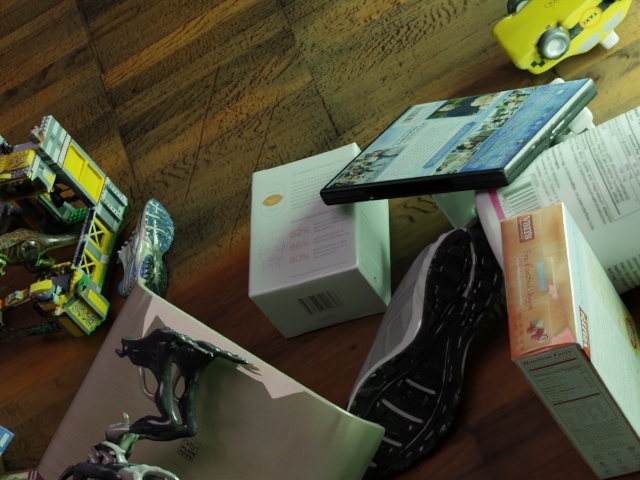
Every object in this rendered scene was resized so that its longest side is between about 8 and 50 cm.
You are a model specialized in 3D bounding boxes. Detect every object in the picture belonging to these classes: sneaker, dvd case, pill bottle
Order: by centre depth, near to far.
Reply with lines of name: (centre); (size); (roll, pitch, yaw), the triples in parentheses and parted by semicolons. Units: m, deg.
pill bottle: (0.308, -0.042, 1.844); (0.283, 0.160, 0.160); (-25, 47, 12)
sneaker: (0.097, 0.116, 1.910); (0.271, 0.100, 0.108); (-62, 14, -12)
dvd case: (0.138, -0.099, 1.935); (0.253, 0.022, 0.180); (-5, 31, 45)
sneaker: (-0.210, 0.010, 2.191); (0.058, 0.052, 0.135); (-17, 47, 28)

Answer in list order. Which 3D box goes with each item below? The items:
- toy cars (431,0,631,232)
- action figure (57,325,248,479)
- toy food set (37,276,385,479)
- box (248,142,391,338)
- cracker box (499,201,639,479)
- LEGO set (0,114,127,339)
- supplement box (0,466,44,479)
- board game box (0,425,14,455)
toy cars: (0.252, -0.162, 2.026); (0.176, 0.087, 0.394); (-1, 59, 45)
action figure: (-0.162, 0.221, 1.758); (0.141, 0.164, 0.276); (20, 87, 23)
toy food set: (-0.113, 0.204, 1.873); (0.306, 0.092, 0.220); (30, 95, 17)
box: (0.000, 0.000, 2.043); (0.130, 0.091, 0.170); (-16, 50, 21)
cracker box: (0.238, 0.096, 1.730); (0.067, 0.232, 0.156); (-16, 49, 19)
LEGO set: (-0.394, -0.008, 2.198); (0.331, 0.192, 0.255); (-4, 52, 34)
supplement box: (-0.271, 0.298, 1.983); (0.188, 0.081, 0.104); (-11, 51, 23)
board game box: (-0.404, 0.264, 2.046); (0.136, 0.035, 0.201); (-60, 15, -19)
